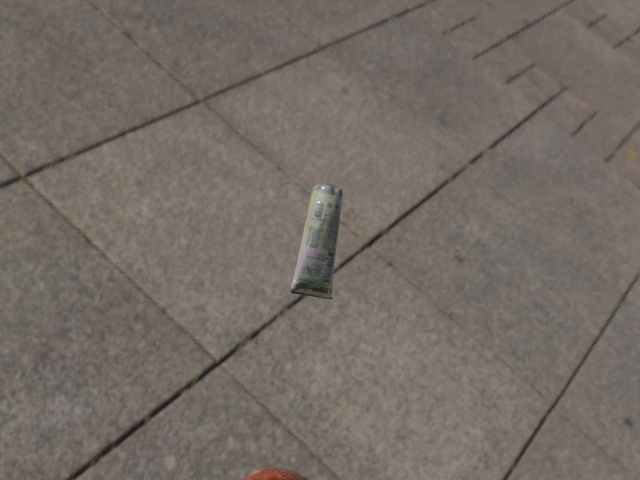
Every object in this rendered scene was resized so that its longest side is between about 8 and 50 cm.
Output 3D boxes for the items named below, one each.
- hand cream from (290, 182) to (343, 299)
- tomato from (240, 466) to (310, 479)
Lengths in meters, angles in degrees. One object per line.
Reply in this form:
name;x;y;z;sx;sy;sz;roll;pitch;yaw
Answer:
hand cream;0.000;0.000;1.080;0.061;0.039;0.143;15;82;-34
tomato;-0.082;0.492;1.420;0.232;0.188;0.232;28;57;-58
